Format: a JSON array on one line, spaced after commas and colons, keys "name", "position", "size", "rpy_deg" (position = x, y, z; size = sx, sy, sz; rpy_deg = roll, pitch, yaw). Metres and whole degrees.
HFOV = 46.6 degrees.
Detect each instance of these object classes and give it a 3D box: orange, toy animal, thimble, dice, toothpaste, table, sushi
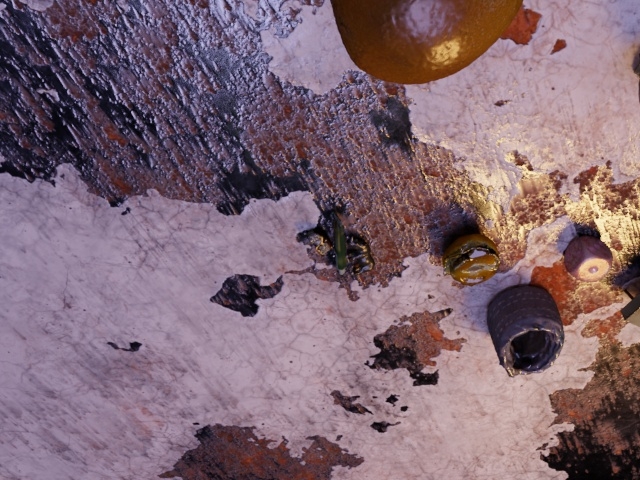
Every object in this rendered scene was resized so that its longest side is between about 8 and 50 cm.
[{"name": "orange", "position": [0.200, -0.463, 1.383], "size": [0.357, 0.322, 0.322], "rpy_deg": [-19, 129, 1]}, {"name": "toy animal", "position": [0.102, 0.034, 1.957], "size": [0.065, 0.047, 0.135], "rpy_deg": [-18, 127, 6]}, {"name": "orange", "position": [0.393, 0.042, 1.935], "size": [0.170, 0.112, 0.160], "rpy_deg": [-18, 144, 42]}, {"name": "thimble", "position": [0.572, 0.259, 2.086], "size": [0.205, 0.172, 0.236], "rpy_deg": [10, 130, -7]}, {"name": "dice", "position": [0.708, 0.049, 1.967], "size": [0.093, 0.091, 0.094], "rpy_deg": [14, 127, -14]}, {"name": "toothpaste", "position": [0.051, 0.014, 1.940], "size": [0.031, 0.049, 0.204], "rpy_deg": [-18, 134, -14]}, {"name": "table", "position": [0.939, 0.125, 2.029], "size": [0.122, 0.111, 0.240], "rpy_deg": [22, 125, -19]}, {"name": "sushi", "position": [0.000, 0.000, 1.935], "size": [0.046, 0.044, 0.083], "rpy_deg": [-40, 126, 1]}]

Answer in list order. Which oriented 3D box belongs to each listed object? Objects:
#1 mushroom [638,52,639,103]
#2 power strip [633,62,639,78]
[{"name": "mushroom", "position": [0.840, -0.329, 1.550], "size": [0.336, 0.314, 0.314], "rpy_deg": [1, 132, 17]}, {"name": "power strip", "position": [0.765, -0.450, 1.596], "size": [0.060, 0.027, 0.252], "rpy_deg": [13, 128, -14]}]
